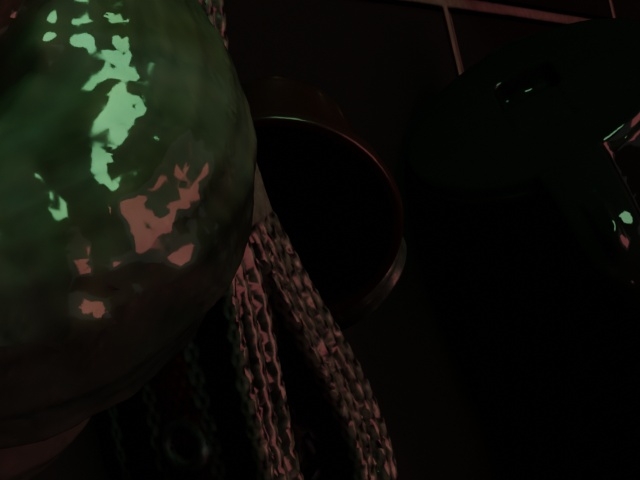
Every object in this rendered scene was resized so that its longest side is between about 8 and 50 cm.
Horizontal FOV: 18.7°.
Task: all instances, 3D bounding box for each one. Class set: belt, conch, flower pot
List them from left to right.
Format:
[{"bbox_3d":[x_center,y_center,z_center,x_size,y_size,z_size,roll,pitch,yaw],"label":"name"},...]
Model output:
[{"bbox_3d":[-0.122,-0.029,0.562,0.220,0.195,0.277,-57,153,-47],"label":"conch"},{"bbox_3d":[-0.065,-0.012,0.769,0.126,0.094,0.359,-38,111,-61],"label":"belt"},{"bbox_3d":[-0.020,-0.029,0.886,0.089,0.111,0.111,-92,159,-59],"label":"flower pot"}]

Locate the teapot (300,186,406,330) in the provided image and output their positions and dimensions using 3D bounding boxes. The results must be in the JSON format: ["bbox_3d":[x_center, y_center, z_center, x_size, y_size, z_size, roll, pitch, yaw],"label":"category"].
[{"bbox_3d":[0.000,0.000,0.968,0.057,0.066,0.088,45,10,-31],"label":"teapot"}]

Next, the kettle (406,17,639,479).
[{"bbox_3d":[0.184,0.051,1.201,0.308,0.203,0.262,60,35,-29],"label":"kettle"}]
